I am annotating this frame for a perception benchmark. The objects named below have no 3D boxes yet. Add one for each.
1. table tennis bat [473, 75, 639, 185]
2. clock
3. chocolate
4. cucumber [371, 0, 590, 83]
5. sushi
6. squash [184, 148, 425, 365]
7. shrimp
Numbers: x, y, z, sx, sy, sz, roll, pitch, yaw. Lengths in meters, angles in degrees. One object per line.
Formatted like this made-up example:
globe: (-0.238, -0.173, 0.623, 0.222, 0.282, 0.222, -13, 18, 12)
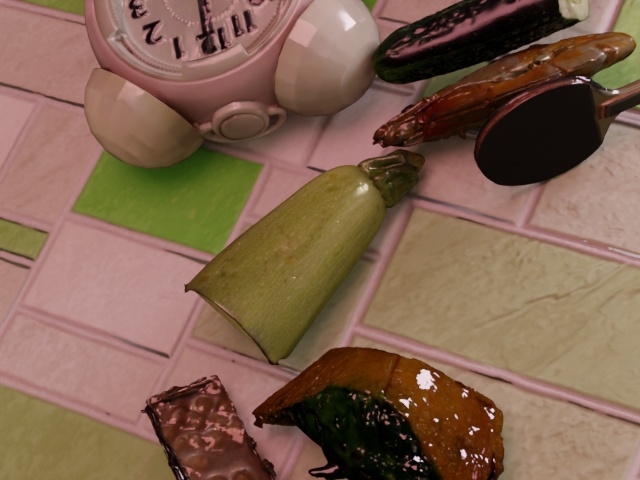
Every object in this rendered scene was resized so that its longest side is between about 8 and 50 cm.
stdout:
table tennis bat: (0.259, -0.122, 1.612, 0.220, 0.130, 0.019, -23, 50, 0)
clock: (-0.116, -0.260, 1.798, 0.342, 0.184, 0.326, -20, 63, 15)
chocolate: (-0.076, 0.278, 1.564, 0.102, 0.065, 0.329, -23, 58, -10)
cucumber: (0.168, -0.224, 1.684, 0.241, 0.074, 0.074, -22, 58, 11)
sushi: (0.053, 0.179, 1.514, 0.287, 0.149, 0.140, 20, 75, 22)
squash: (-0.011, -0.002, 1.670, 0.137, 0.137, 0.287, 28, 65, 30)
shrimp: (0.187, -0.154, 1.660, 0.294, 0.154, 0.062, -24, 96, 16)
